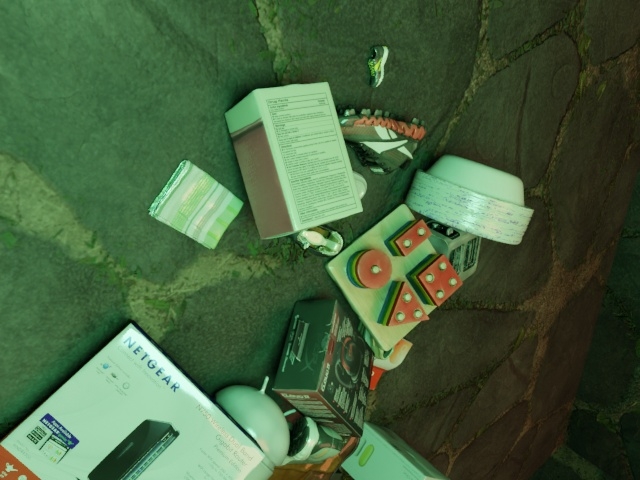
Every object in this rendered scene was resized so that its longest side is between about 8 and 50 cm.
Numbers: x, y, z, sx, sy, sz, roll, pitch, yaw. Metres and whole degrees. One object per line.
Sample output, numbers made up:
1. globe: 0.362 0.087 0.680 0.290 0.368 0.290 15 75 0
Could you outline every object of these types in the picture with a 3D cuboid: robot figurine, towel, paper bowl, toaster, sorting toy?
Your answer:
1. robot figurine: -0.205 0.442 1.059 0.353 0.200 0.300 -43 136 -17
2. towel: -0.213 -0.058 0.917 0.113 0.023 0.152 -56 136 -3
3. paper bowl: 0.355 -0.107 1.219 0.284 0.284 0.148 7 106 -44
4. toaster: 0.336 0.032 1.394 0.168 0.110 0.186 -21 124 -38
5. sorting toy: 0.187 0.085 1.217 0.255 0.089 0.257 -38 101 -19

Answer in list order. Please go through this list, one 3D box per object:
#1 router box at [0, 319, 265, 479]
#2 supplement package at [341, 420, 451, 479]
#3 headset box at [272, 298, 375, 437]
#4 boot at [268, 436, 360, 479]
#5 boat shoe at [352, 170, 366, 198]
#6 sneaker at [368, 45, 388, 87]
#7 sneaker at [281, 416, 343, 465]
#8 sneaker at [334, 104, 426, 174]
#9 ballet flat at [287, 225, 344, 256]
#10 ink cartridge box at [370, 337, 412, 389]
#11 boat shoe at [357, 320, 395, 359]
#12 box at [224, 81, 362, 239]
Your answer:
1. router box: -0.318 0.358 0.878 0.301 0.082 0.335 -45 100 -15
2. supplement package: 0.212 0.673 1.516 0.204 0.262 0.145 36 85 -46
3. headset box: 0.014 0.285 1.174 0.293 0.110 0.218 57 37 -44
4. boot: -0.042 0.529 1.366 0.280 0.096 0.264 23 97 -34
5. boat shoe: 0.007 -0.095 1.050 0.267 0.088 0.096 -3 113 -41
6. sneaker: 0.110 -0.354 1.055 0.035 0.031 0.083 4 105 -29
7. sneaker: -0.035 0.462 1.167 0.108 0.271 0.100 20 63 -13
8. sneaker: 0.112 -0.204 1.081 0.276 0.097 0.135 0 109 -44
9. ballet flat: 0.000 0.000 1.109 0.203 0.074 0.074 26 93 -47
10. ink cartridge box: 0.169 0.342 1.462 0.145 0.045 0.179 31 87 -46
11. boat shoe: 0.180 0.159 1.321 0.113 0.103 0.302 1 110 -29
12. box: -0.047 -0.134 0.888 0.148 0.127 0.232 -17 93 -34
